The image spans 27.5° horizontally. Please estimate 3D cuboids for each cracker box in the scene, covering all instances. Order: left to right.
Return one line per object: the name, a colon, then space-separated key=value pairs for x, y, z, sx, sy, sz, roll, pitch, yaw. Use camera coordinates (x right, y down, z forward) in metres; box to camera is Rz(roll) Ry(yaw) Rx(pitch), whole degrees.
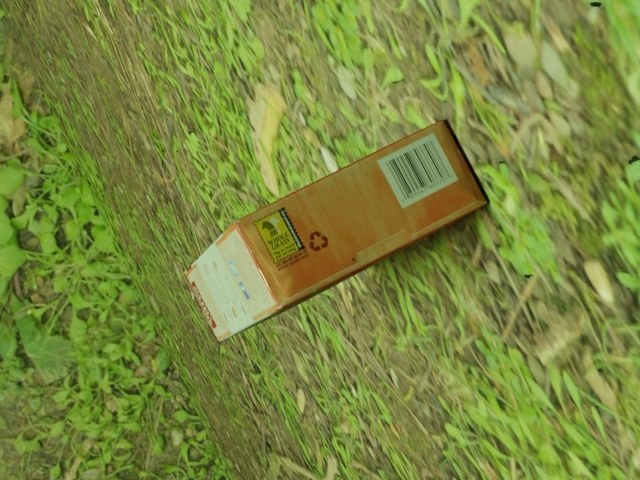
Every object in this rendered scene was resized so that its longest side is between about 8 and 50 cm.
cracker box: x=0.000 y=0.000 z=0.917 sx=0.067 sy=0.155 sz=0.232 roll=62 pitch=163 yaw=3
